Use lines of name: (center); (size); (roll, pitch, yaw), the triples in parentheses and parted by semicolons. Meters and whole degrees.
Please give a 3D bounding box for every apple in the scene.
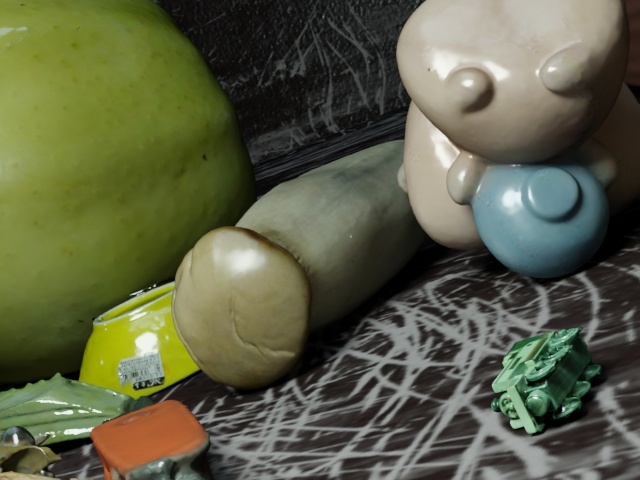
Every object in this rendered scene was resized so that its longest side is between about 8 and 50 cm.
apple: (-0.309, -0.072, 1.328); (0.473, 0.474, 0.473); (-22, 9, 4)

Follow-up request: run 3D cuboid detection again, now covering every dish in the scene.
dish: (-0.152, 0.086, 1.155); (0.207, 0.080, 0.149); (-24, 9, -4)

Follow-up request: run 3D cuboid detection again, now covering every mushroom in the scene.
mushroom: (0.009, -0.001, 1.102); (0.154, 0.138, 0.407); (-1, 19, 21)

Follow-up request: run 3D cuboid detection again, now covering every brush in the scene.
brush: (-0.104, 0.147, 0.781); (0.070, 0.051, 0.323); (-18, 5, -13)

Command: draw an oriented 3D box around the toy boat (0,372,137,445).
toy boat: (-0.293, 0.172, 1.061); (0.293, 0.055, 0.093); (-20, 12, 17)

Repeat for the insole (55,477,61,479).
insole: (-0.268, 0.233, 0.797); (0.109, 0.007, 0.322); (-18, 10, 24)

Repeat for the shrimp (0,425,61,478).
shrimp: (-0.296, 0.199, 0.850); (0.317, 0.077, 0.168); (-24, 17, 35)

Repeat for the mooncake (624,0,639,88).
mooncake: (0.440, -0.346, 1.555); (0.174, 0.334, 0.326); (-28, 50, -23)

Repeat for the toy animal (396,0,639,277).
toy animal: (0.152, -0.108, 0.973); (0.210, 0.221, 0.229); (-11, 25, 7)

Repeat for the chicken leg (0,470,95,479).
chicken leg: (-0.083, 0.157, 0.570); (0.207, 0.101, 0.085); (-1, 15, 5)

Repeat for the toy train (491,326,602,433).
toy train: (0.122, 0.078, 0.680); (0.053, 0.033, 0.083); (-23, 8, 33)
